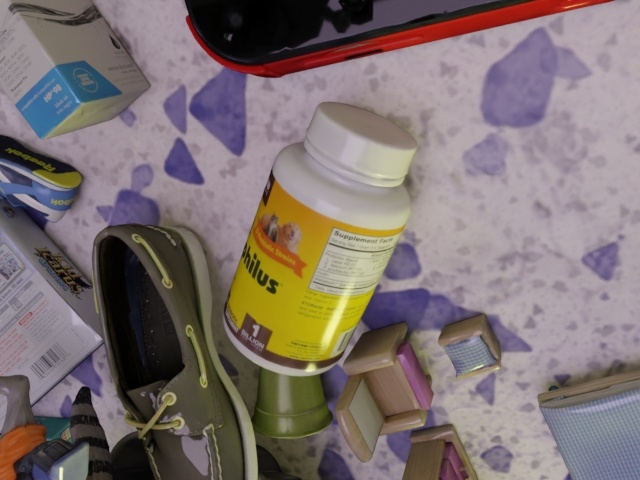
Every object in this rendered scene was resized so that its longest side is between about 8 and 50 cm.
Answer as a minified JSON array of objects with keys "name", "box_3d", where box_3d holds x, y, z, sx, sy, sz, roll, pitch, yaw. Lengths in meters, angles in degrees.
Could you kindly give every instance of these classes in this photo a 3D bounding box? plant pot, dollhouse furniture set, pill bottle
[{"name":"plant pot","box_3d":[-0.030,0.140,0.612,0.083,0.083,0.079,1,99,19]},{"name":"dollhouse furniture set","box_3d":[0.197,0.199,0.484,0.303,0.198,0.286,-20,103,24]},{"name":"pill bottle","box_3d":[0.000,0.000,0.517,0.117,0.117,0.215,26,116,8]}]

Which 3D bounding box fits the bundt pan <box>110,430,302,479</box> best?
[{"name":"bundt pan","box_3d":[-0.118,0.356,0.640,0.331,0.124,0.331,-8,74,31]}]

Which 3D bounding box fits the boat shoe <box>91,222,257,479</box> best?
[{"name":"boat shoe","box_3d":[-0.140,0.128,0.564,0.109,0.091,0.305,-23,75,25]}]

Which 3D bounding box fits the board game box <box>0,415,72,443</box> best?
[{"name":"board game box","box_3d":[-0.373,0.331,0.816,0.160,0.047,0.210,-3,108,20]}]

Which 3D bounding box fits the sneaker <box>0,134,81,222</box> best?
[{"name":"sneaker","box_3d":[-0.318,-0.067,0.637,0.144,0.053,0.059,27,119,8]}]

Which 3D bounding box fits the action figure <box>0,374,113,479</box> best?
[{"name":"action figure","box_3d":[-0.197,0.243,0.544,0.330,0.178,0.341,36,124,28]}]

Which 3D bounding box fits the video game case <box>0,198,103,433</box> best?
[{"name":"video game case","box_3d":[-0.396,0.087,0.697,0.269,0.061,0.244,-39,95,17]}]

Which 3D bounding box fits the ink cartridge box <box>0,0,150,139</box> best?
[{"name":"ink cartridge box","box_3d":[-0.245,-0.186,0.535,0.060,0.104,0.180,-30,99,27]}]

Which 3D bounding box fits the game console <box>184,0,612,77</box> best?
[{"name":"game console","box_3d":[0.049,-0.310,0.420,0.386,0.060,0.342,-7,103,21]}]
